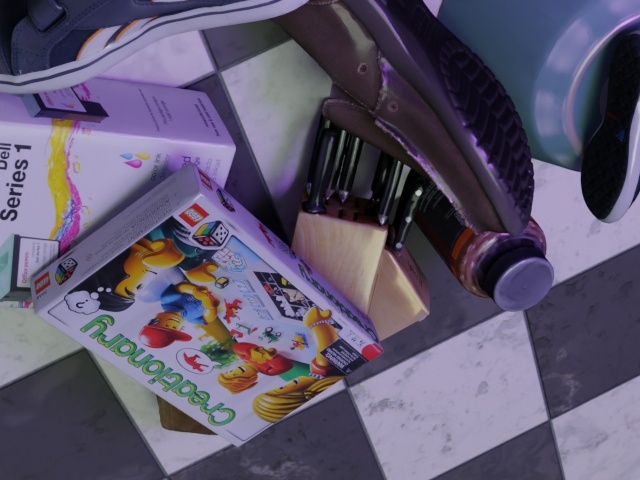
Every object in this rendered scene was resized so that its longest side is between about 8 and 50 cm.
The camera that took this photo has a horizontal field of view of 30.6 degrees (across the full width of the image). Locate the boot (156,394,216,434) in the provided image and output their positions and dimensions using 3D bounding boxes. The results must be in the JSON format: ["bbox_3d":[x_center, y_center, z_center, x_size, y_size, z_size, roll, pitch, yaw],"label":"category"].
[{"bbox_3d":[-0.125,0.105,1.278,0.115,0.112,0.305,-2,128,-11],"label":"boot"}]

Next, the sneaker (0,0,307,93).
[{"bbox_3d":[-0.166,-0.223,0.951,0.321,0.126,0.127,-16,147,12],"label":"sneaker"}]

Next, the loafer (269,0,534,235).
[{"bbox_3d":[0.073,-0.147,1.119,0.130,0.134,0.366,-30,103,33],"label":"loafer"}]

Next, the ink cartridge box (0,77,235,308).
[{"bbox_3d":[-0.247,-0.044,1.094,0.278,0.117,0.201,4,122,-27],"label":"ink cartridge box"}]

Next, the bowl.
[{"bbox_3d":[0.290,-0.193,1.203,0.312,0.163,0.311,-12,128,-16],"label":"bowl"}]

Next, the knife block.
[{"bbox_3d":[0.000,0.000,1.239,0.276,0.088,0.242,-30,105,14],"label":"knife block"}]

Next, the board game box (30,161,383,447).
[{"bbox_3d":[-0.100,0.074,1.126,0.193,0.053,0.305,-35,133,14],"label":"board game box"}]

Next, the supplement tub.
[{"bbox_3d":[0.174,-0.009,1.262,0.106,0.198,0.106,-12,129,-16],"label":"supplement tub"}]

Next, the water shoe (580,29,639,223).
[{"bbox_3d":[0.312,-0.104,1.122,0.080,0.073,0.203,-8,128,-22],"label":"water shoe"}]
